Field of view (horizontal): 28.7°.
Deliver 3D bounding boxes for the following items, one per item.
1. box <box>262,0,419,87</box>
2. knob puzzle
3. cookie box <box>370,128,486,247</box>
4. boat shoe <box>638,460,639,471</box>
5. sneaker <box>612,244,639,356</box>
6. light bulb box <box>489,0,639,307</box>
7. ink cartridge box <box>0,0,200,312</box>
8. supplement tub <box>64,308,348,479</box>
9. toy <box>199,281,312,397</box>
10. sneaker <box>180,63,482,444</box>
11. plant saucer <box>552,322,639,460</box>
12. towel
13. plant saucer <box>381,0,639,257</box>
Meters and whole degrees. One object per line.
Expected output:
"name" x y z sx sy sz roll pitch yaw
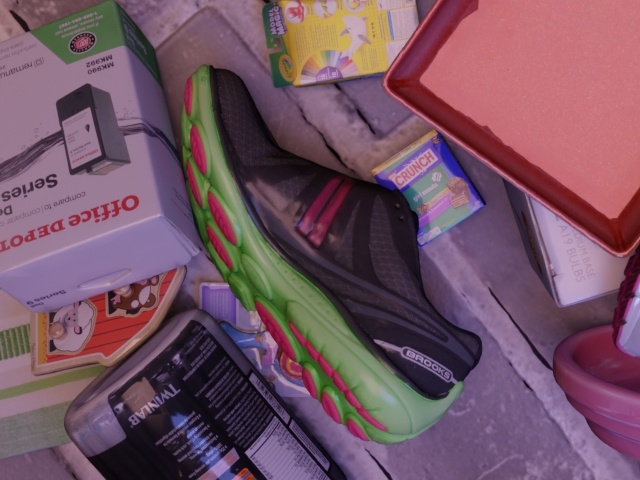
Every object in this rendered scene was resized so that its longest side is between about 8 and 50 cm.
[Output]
"box" 0.027 -0.237 1.445 0.179 0.043 0.105 -8 93 5
"knob puzzle" -0.246 0.051 1.415 0.213 0.030 0.213 -9 61 16
"cookie box" 0.125 -0.061 1.444 0.091 0.040 0.107 -33 88 9
"boat shoe" 0.487 0.306 1.381 0.367 0.156 0.136 26 92 -24
"sneaker" 0.338 0.002 1.028 0.111 0.103 0.252 36 99 5
"light bulb box" 0.278 -0.145 1.259 0.225 0.361 0.358 -18 91 8
"ink cartridge box" -0.274 -0.093 1.396 0.211 0.121 0.289 -20 64 7
"supplement tub" -0.107 0.260 1.396 0.207 0.207 0.338 -37 99 8
"toy" -0.030 0.121 1.467 0.237 0.056 0.137 1 94 7
"sneaker" 0.000 0.000 1.403 0.202 0.185 0.483 -29 76 -23
"plant saucer" 0.405 0.162 1.281 0.332 0.332 0.084 3 102 7
"towel" -0.318 0.080 1.512 0.247 0.038 0.325 -15 93 8
"plant saucer" 0.228 -0.161 1.059 0.259 0.048 0.258 36 98 5
